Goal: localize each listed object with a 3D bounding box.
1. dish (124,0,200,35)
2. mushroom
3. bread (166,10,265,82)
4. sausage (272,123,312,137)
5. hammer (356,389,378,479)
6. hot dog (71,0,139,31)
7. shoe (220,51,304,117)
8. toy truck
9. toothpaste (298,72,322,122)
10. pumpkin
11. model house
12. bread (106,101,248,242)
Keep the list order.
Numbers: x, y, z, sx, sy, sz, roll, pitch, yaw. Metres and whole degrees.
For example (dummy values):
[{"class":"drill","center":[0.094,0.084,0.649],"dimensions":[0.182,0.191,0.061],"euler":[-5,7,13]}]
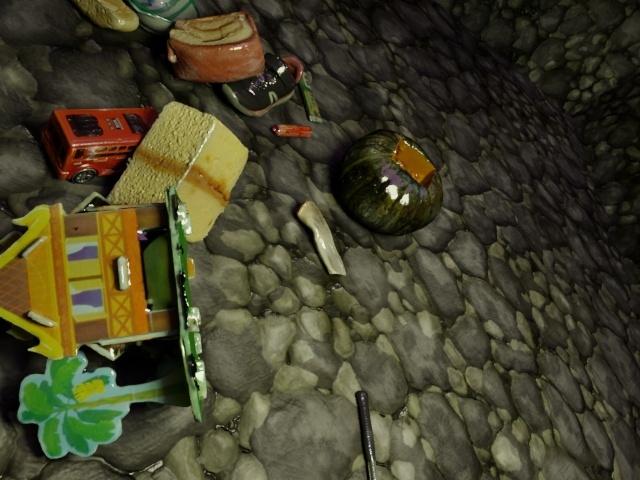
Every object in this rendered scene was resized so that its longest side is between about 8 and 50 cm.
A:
[{"class":"dish","center":[-0.418,-0.585,1.276],"dimensions":[0.246,0.078,0.224],"euler":[43,37,-2]},{"class":"mushroom","center":[0.003,0.000,1.231],"dimensions":[0.059,0.054,0.202],"euler":[-21,81,-41]},{"class":"bread","center":[-0.250,-0.457,1.225],"dimensions":[0.244,0.123,0.190],"euler":[-18,56,-13]},{"class":"sausage","center":[-0.081,-0.298,1.388],"dimensions":[0.130,0.034,0.034],"euler":[-6,65,-43]},{"class":"hammer","center":[0.103,0.420,1.014],"dimensions":[0.103,0.029,0.246],"euler":[20,48,-29]},{"class":"hot dog","center":[-0.525,-0.561,1.174],"dimensions":[0.242,0.073,0.084],"euler":[45,39,-5]},{"class":"shoe","center":[-0.137,-0.419,1.352],"dimensions":[0.114,0.137,0.291],"euler":[49,42,1]},{"class":"toy truck","center":[-0.384,-0.192,0.987],"dimensions":[0.253,0.114,0.107],"euler":[-17,71,-45]},{"class":"toothpaste","center":[-0.039,-0.435,1.529],"dimensions":[0.049,0.031,0.204],"euler":[2,62,-40]},{"class":"pumpkin","center":[0.195,-0.156,1.397],"dimensions":[0.321,0.192,0.320],"euler":[23,49,-29]},{"class":"model house","center":[-0.335,0.117,0.764],"dimensions":[0.313,0.242,0.357],"euler":[-7,90,-10]},{"class":"bread","center":[-0.262,-0.119,0.995],"dimensions":[0.135,0.240,0.178],"euler":[27,-5,24]}]
